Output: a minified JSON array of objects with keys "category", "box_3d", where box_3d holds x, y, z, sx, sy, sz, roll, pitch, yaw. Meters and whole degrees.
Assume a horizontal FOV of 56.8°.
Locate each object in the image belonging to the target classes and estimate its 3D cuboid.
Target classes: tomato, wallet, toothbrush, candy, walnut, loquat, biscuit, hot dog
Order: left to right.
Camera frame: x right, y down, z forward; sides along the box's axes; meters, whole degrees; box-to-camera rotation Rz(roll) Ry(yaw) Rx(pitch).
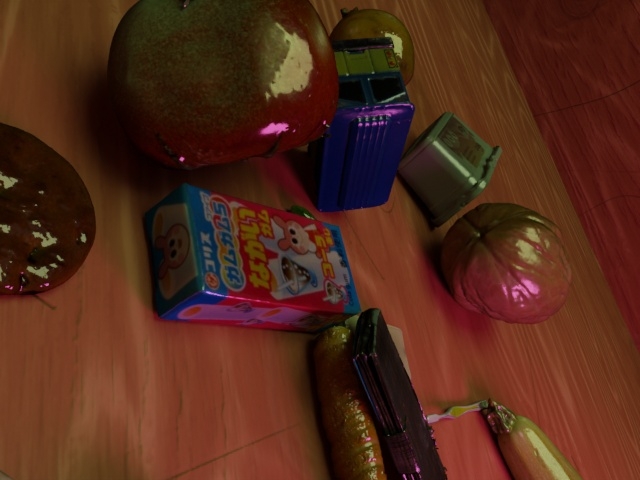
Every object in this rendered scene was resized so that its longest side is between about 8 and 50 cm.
[{"category":"biscuit","box_3d":[-0.333,-0.040,0.627,0.212,0.036,0.212,33,40,-34]},{"category":"tomato","box_3d":[-0.124,-0.224,0.798,0.303,0.303,0.239,-28,109,-57]},{"category":"candy","box_3d":[-0.085,0.036,0.832,0.306,0.100,0.157,14,54,-45]},{"category":"hot dog","box_3d":[0.039,0.261,0.839,0.068,0.083,0.289,5,58,-29]},{"category":"loquat","box_3d":[0.108,-0.443,1.374,0.213,0.213,0.246,-10,71,-55]},{"category":"wallet","box_3d":[0.084,0.183,0.988,0.155,0.039,0.110,22,51,-41]},{"category":"wallet","box_3d":[0.123,0.268,0.888,0.169,0.044,0.317,-59,129,-69]},{"category":"toothbrush","box_3d":[0.261,0.322,1.117,0.263,0.026,0.022,9,65,-49]},{"category":"walnut","box_3d":[0.415,0.053,1.319,0.313,0.277,0.252,36,76,-40]}]

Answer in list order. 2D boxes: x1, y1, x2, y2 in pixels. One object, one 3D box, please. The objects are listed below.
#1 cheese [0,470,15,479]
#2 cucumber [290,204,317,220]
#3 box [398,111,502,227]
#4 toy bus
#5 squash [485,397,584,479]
[{"category":"cheese","box_3d":[-0.358,0.149,0.451,0.400,0.034,0.085,46,31,-19]},{"category":"cucumber","box_3d":[0.000,0.000,1.028,0.155,0.037,0.037,56,34,-5]},{"category":"box","box_3d":[0.316,-0.195,1.485,0.182,0.175,0.312,45,35,-4]},{"category":"toy bus","box_3d":[0.055,-0.188,1.021,0.138,0.287,0.175,-7,62,-8]},{"category":"squash","box_3d":[0.431,0.428,1.169,0.137,0.137,0.287,-8,68,-54]}]
